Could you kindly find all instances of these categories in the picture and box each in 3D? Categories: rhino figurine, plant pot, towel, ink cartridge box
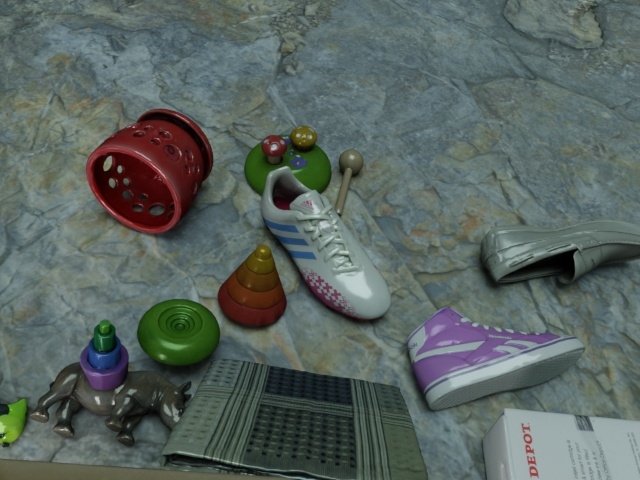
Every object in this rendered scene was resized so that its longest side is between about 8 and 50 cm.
[{"bbox_3d":[-0.280,0.236,0.870,0.243,0.073,0.106,9,45,-2],"label":"rhino figurine"},{"bbox_3d":[-0.303,-0.135,1.106,0.191,0.191,0.174,20,43,10],"label":"plant pot"},{"bbox_3d":[-0.029,0.249,0.791,0.312,0.056,0.324,9,8,0],"label":"towel"},{"bbox_3d":[0.377,0.354,0.814,0.273,0.114,0.198,6,50,-2],"label":"ink cartridge box"}]

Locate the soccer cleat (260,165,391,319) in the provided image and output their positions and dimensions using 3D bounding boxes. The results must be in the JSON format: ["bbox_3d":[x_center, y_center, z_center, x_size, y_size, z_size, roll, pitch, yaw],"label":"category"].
[{"bbox_3d":[0.000,0.000,1.049,0.116,0.143,0.331,-30,60,-27],"label":"soccer cleat"}]

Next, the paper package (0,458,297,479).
[{"bbox_3d":[-0.186,0.363,0.621,0.325,0.309,0.168,4,49,-1],"label":"paper package"}]

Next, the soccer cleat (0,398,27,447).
[{"bbox_3d":[-0.513,0.252,0.847,0.179,0.060,0.072,7,40,-9],"label":"soccer cleat"}]

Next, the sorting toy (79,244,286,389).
[{"bbox_3d":[-0.191,0.095,0.915,0.366,0.126,0.127,-23,53,-40],"label":"sorting toy"}]

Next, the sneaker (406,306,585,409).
[{"bbox_3d":[0.281,0.162,0.976,0.282,0.102,0.161,-9,49,-13],"label":"sneaker"}]

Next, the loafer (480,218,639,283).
[{"bbox_3d":[0.461,0.030,1.104,0.320,0.112,0.111,-5,56,0],"label":"loafer"}]

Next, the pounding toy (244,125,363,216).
[{"bbox_3d":[-0.039,-0.170,1.208,0.237,0.110,0.183,17,51,8],"label":"pounding toy"}]
